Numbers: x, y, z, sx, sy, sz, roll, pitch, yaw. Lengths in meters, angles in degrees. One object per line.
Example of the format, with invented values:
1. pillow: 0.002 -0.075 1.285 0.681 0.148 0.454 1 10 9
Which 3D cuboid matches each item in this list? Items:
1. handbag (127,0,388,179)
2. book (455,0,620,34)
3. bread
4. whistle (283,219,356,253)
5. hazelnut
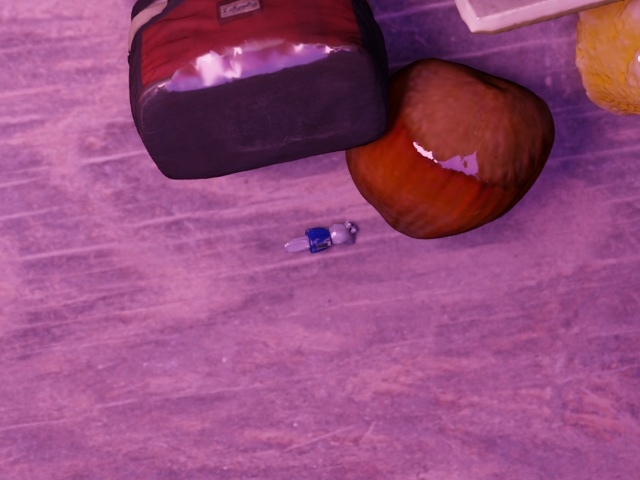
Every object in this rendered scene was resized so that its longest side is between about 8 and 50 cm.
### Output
1. handbag: -0.065 -0.181 1.210 0.255 0.181 0.181 -14 141 5
2. book: 0.281 -0.339 1.215 0.352 0.239 0.035 -15 150 -1
3. bread: 0.372 -0.206 1.273 0.197 0.170 0.197 -7 113 -16
4. whistle: 0.000 0.000 1.380 0.083 0.029 0.033 -13 124 -8
5. hazelnut: 0.137 -0.086 1.285 0.210 0.186 0.210 -5 103 -22
